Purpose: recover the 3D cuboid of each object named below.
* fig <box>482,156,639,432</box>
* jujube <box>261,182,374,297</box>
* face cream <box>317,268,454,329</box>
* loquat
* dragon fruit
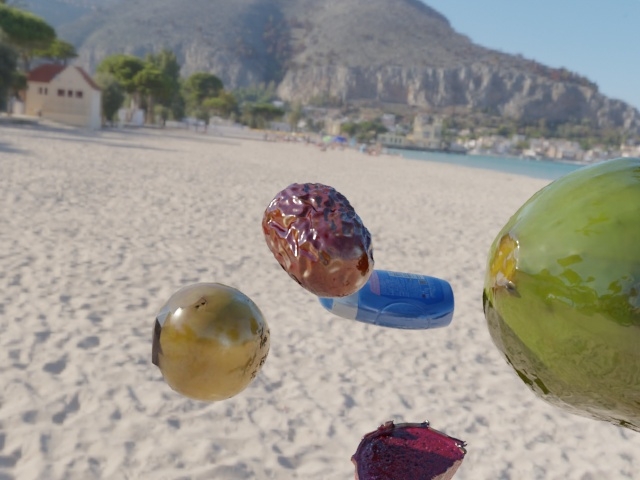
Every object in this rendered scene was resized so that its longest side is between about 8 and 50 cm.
[{"bbox_3d":[0.346,0.058,0.831,0.343,0.344,0.343,5,8,-1],"label":"fig"},{"bbox_3d":[0.000,0.000,0.842,0.112,0.109,0.176,-35,37,0],"label":"jujube"},{"bbox_3d":[0.123,0.112,1.399,0.263,0.083,0.149,7,32,-7],"label":"face cream"},{"bbox_3d":[-0.211,0.194,1.379,0.234,0.235,0.235,5,8,-1],"label":"loquat"},{"bbox_3d":[0.158,0.464,1.468,0.274,0.126,0.161,-21,49,-31],"label":"dragon fruit"}]
